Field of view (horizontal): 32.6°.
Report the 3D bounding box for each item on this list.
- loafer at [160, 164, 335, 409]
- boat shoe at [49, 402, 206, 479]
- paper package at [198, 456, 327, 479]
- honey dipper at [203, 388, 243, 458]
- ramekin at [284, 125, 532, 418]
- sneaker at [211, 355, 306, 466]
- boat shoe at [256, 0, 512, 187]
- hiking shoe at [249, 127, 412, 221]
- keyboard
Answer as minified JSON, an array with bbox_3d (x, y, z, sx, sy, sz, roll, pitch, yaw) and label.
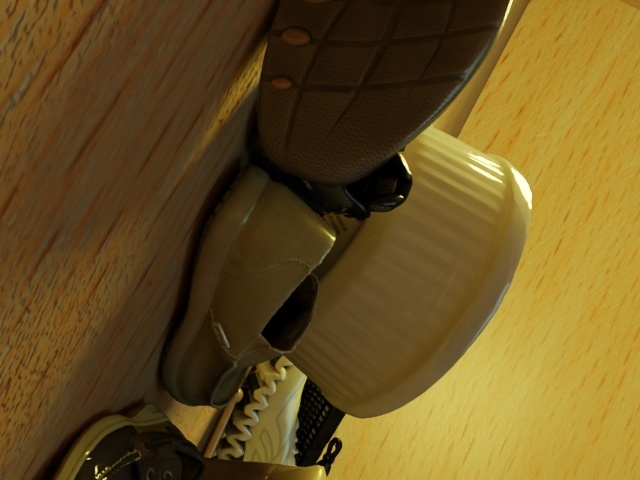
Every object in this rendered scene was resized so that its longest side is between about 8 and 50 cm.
[{"bbox_3d":[-0.055,0.059,0.839,0.102,0.092,0.269,-58,172,-37],"label":"loafer"},{"bbox_3d":[-0.131,0.168,0.769,0.080,0.073,0.223,-64,174,5],"label":"boat shoe"},{"bbox_3d":[-0.107,0.363,0.854,0.309,0.168,0.325,-29,123,-74],"label":"paper package"},{"bbox_3d":[-0.130,0.247,1.285,0.030,0.030,0.161,56,59,-82],"label":"honey dipper"},{"bbox_3d":[0.049,0.012,0.978,0.273,0.127,0.273,-48,-160,24],"label":"ramekin"},{"bbox_3d":[-0.069,0.258,1.346,0.292,0.118,0.110,-63,-173,7],"label":"sneaker"},{"bbox_3d":[0.073,-0.181,0.727,0.355,0.132,0.130,-60,173,-13],"label":"boat shoe"},{"bbox_3d":[0.008,-0.043,0.835,0.086,0.114,0.227,-61,173,-14],"label":"hiking shoe"},{"bbox_3d":[-0.013,0.241,1.363,0.023,0.108,0.180,-6,135,-39],"label":"keyboard"}]
